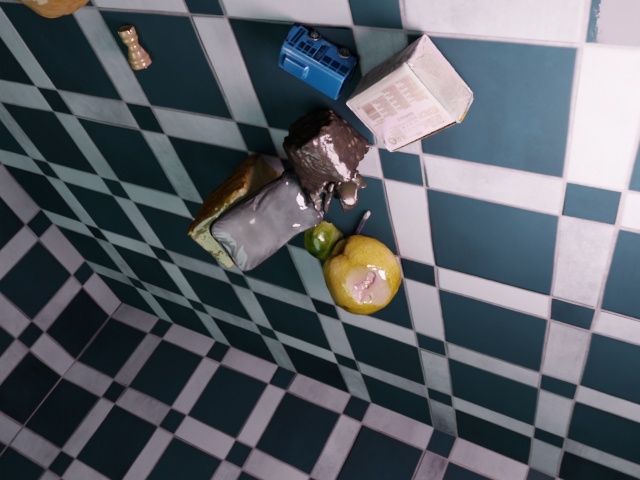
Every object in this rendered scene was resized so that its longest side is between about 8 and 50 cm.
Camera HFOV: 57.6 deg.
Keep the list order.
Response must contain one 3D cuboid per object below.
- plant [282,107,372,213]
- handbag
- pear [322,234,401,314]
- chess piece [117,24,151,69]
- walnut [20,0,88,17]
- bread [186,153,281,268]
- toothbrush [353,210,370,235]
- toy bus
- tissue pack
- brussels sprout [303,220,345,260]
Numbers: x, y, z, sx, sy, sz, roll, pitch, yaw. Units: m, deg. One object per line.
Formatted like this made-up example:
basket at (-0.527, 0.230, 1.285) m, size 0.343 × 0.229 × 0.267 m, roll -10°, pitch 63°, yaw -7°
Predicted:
plant at (0.032, -0.217, 1.614) m, size 0.188 × 0.199 × 0.276 m, roll -2°, pitch 138°, yaw 36°
handbag at (-0.151, -0.059, 1.714) m, size 0.191 × 0.332 × 0.075 m, roll 55°, pitch -176°, yaw -18°
pear at (0.136, 0.112, 1.957) m, size 0.271 × 0.271 × 0.271 m, roll 23°, pitch 150°, yaw 15°
chess piece at (-0.562, -0.585, 1.759) m, size 0.066 × 0.066 × 0.122 m, roll 15°, pitch 141°, yaw 27°
walnut at (-0.696, -0.704, 1.505) m, size 0.257 × 0.257 × 0.224 m, roll -3°, pitch 136°, yaw 46°
bread at (-0.249, -0.097, 1.891) m, size 0.279 × 0.279 × 0.207 m, roll -38°, pitch 109°, yaw 21°
toothbrush at (0.125, -0.028, 1.987) m, size 0.026 × 0.024 × 0.288 m, roll 42°, pitch 153°, yaw 10°
toy bus at (-0.012, -0.435, 1.416) m, size 0.185 × 0.106 × 0.090 m, roll 31°, pitch 153°, yaw 2°
tissue pack at (0.204, -0.330, 1.349) m, size 0.185 × 0.124 × 0.225 m, roll 42°, pitch 149°, yaw -19°
brussels sprout at (0.000, 0.005, 2.051) m, size 0.151 × 0.122 × 0.149 m, roll 38°, pitch 147°, yaw -13°
